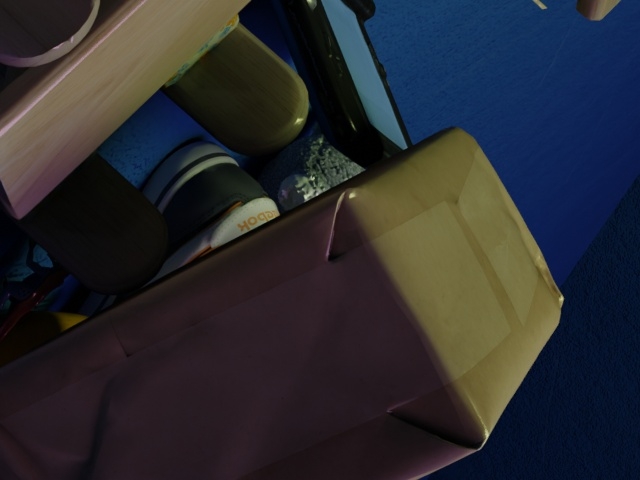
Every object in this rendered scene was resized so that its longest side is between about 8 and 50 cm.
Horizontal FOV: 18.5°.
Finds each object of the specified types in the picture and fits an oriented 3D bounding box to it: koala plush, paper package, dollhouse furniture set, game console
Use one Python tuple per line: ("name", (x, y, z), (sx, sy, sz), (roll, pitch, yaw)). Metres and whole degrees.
("koala plush", (0.000, 0.000, 1.754), (0.196, 0.203, 0.221), (-53, 153, -56))
("paper package", (-0.027, 0.078, 1.268), (0.309, 0.168, 0.325), (-27, -177, 17))
("dollhouse furniture set", (-0.017, -0.148, 1.096), (0.394, 0.256, 0.362), (-45, 166, -14))
("game console", (0.067, -0.191, 1.448), (0.173, 0.250, 0.293), (-24, 170, 10))

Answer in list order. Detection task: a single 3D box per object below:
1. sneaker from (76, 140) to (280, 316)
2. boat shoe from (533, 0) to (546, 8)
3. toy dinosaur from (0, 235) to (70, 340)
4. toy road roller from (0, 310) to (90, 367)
("sneaker", (-0.125, 0.081, 1.609), (0.126, 0.127, 0.321), (-18, 144, -48))
("boat shoe", (0.165, -0.263, 1.622), (0.285, 0.104, 0.089), (60, 46, -71))
("toy dinosaur", (-0.198, 0.033, 1.422), (0.082, 0.090, 0.047), (-6, 173, 26))
("toy road roller", (-0.256, 0.188, 1.508), (0.329, 0.241, 0.202), (-13, 172, 11))
